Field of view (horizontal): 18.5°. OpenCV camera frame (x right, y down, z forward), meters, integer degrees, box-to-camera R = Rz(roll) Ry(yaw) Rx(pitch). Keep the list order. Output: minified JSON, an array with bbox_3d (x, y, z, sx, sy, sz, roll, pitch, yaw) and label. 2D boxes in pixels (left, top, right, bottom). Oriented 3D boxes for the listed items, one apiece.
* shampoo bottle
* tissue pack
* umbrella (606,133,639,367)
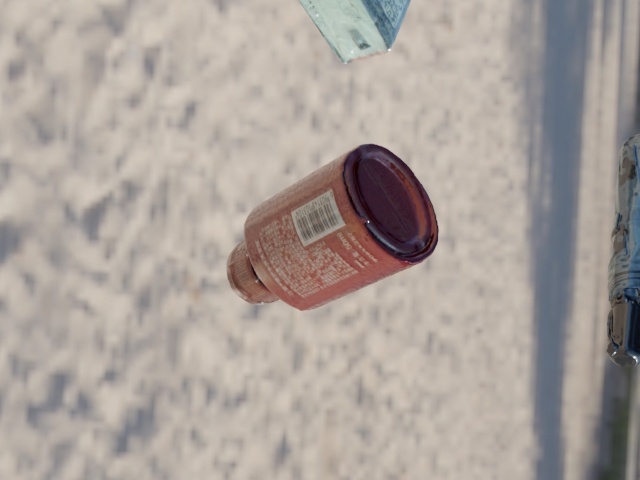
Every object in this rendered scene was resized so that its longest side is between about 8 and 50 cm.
[{"bbox_3d":[0.001,-0.001,1.834,0.076,0.118,0.314,-40,-175,-26],"label":"shampoo bottle"},{"bbox_3d":[0.049,-0.403,2.415,0.228,0.103,0.315,55,39,-34],"label":"tissue pack"},{"bbox_3d":[0.306,0.008,1.896,0.052,0.053,0.250,89,9,-59],"label":"umbrella"}]
